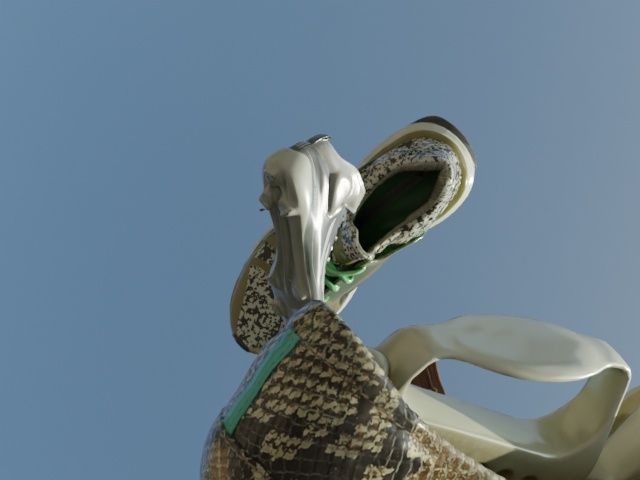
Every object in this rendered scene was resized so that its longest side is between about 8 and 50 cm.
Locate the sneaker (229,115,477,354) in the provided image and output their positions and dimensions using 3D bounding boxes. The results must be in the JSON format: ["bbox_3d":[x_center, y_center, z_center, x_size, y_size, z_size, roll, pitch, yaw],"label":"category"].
[{"bbox_3d":[0.023,0.002,1.065,0.158,0.182,0.410,45,-78,0],"label":"sneaker"}]

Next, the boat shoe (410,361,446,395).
[{"bbox_3d":[0.103,0.161,0.662,0.060,0.064,0.178,-26,-114,-5],"label":"boat shoe"}]

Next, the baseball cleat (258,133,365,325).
[{"bbox_3d":[0.000,0.000,0.786,0.072,0.109,0.206,35,-39,39],"label":"baseball cleat"}]

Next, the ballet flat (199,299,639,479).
[{"bbox_3d":[0.158,0.154,0.539,0.182,0.482,0.164,-62,-149,7],"label":"ballet flat"}]
